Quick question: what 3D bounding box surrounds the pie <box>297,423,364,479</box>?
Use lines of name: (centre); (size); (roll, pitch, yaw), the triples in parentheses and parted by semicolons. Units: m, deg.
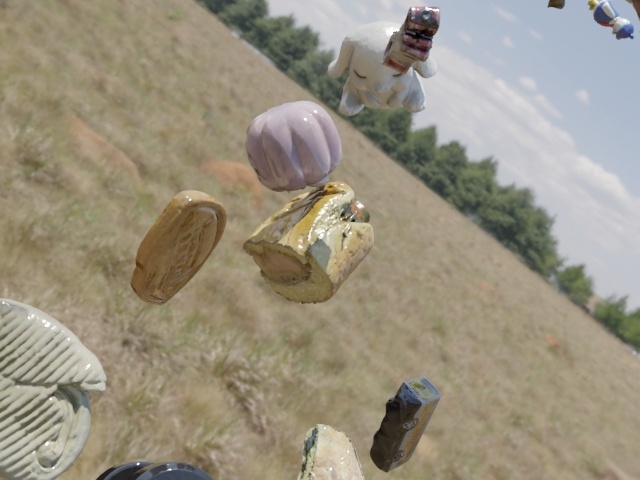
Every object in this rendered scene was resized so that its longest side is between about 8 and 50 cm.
pie: (0.033, 0.505, 1.844); (0.185, 0.052, 0.218); (37, 37, -19)

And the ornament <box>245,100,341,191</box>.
ornament: (-0.048, -0.165, 1.588); (0.177, 0.177, 0.177); (37, 8, -6)

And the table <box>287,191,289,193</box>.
table: (-0.086, -0.173, 2.226); (0.083, 0.070, 0.082); (43, -10, 4)

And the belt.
belt: (0.136, -0.300, 1.327); (0.053, 0.071, 0.232); (18, -1, -4)

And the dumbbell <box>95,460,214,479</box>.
dumbbell: (-0.233, 0.384, 1.206); (0.152, 0.152, 0.218); (35, -27, -16)

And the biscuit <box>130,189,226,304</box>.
biscuit: (-0.178, 0.011, 1.105); (0.029, 0.221, 0.142); (43, 48, 16)

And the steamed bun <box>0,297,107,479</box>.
steamed bun: (-0.591, 0.284, 1.658); (0.324, 0.310, 0.219); (26, -18, -19)

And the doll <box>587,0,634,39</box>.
doll: (0.689, -0.520, 2.050); (0.143, 0.057, 0.099); (53, 10, 26)

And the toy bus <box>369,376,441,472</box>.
toy bus: (0.134, 0.295, 1.387); (0.072, 0.172, 0.057); (-14, 46, -35)

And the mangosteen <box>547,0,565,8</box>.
mangosteen: (0.412, -0.498, 1.490); (0.200, 0.200, 0.200); (37, 8, -6)

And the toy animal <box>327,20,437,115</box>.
toy animal: (0.140, -0.424, 2.082); (0.271, 0.206, 0.265); (0, -13, 10)

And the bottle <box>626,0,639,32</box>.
bottle: (0.456, -0.388, 1.196); (0.110, 0.110, 0.233); (19, 53, -66)

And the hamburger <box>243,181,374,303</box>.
hamburger: (0.000, -0.003, 1.649); (0.162, 0.209, 0.330); (51, -17, -11)
